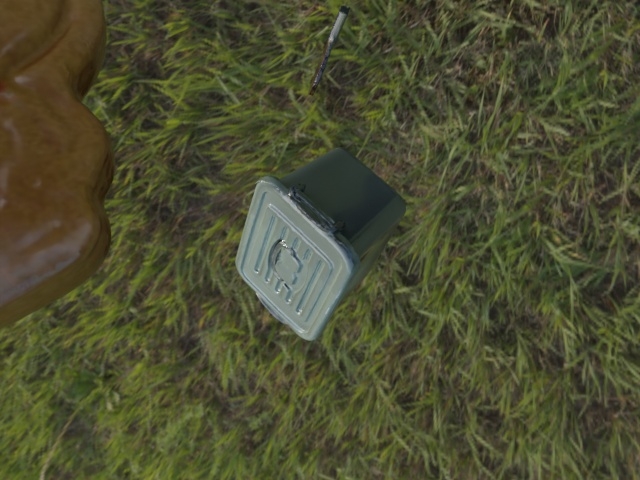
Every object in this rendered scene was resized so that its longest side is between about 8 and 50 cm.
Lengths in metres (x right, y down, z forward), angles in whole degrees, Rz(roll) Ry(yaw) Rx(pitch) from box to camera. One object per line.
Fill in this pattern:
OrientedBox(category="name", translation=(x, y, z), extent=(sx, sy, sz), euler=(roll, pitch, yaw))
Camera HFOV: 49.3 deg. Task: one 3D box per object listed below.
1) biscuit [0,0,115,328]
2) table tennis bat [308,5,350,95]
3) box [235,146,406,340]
OrientedBox(category="biscuit", translation=(-0.214, -0.106, 0.335), extent=(0.333, 0.202, 0.047), euler=(56, 160, 15))
OrientedBox(category="table tennis bat", translation=(0.006, -0.153, 0.561), extent=(0.007, 0.050, 0.083), euler=(20, 141, -7))
OrientedBox(category="box", translation=(0.000, 0.000, 0.904), extent=(0.163, 0.135, 0.243), euler=(43, 146, 14))
